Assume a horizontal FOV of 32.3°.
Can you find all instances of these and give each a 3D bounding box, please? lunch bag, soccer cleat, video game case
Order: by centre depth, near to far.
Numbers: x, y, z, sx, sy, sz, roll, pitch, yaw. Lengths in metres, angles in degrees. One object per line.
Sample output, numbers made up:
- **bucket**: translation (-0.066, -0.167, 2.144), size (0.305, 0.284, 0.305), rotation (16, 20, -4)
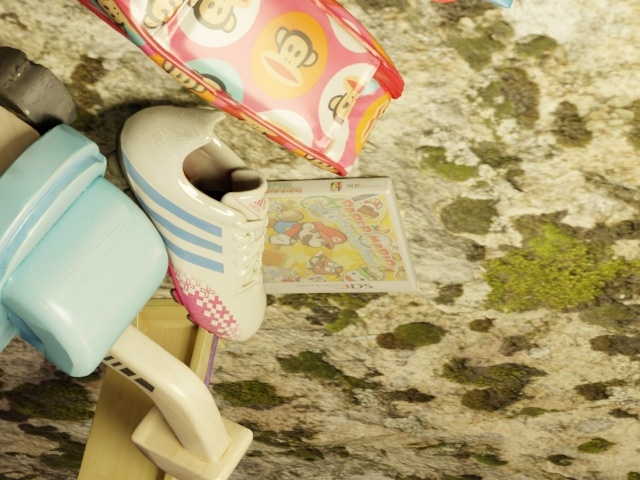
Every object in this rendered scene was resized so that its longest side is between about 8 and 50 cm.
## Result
- **lunch bag**: translation (-0.096, -0.182, 0.904), size (0.293, 0.120, 0.258), rotation (34, 180, -37)
- **soccer cleat**: translation (-0.107, -0.007, 1.210), size (0.143, 0.116, 0.331), rotation (-5, 133, 24)
- **video game case**: translation (0.000, 0.000, 1.333), size (0.206, 0.026, 0.227), rotation (-1, 147, 13)

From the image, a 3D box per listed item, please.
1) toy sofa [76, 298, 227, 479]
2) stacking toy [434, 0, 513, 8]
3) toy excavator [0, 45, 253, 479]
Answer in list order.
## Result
- **toy sofa**: translation (-0.230, 0.267, 1.493), size (0.150, 0.362, 0.177), rotation (-2, 141, 13)
- **stacking toy**: translation (0.003, -0.265, 0.804), size (0.302, 0.166, 0.175), rotation (11, -173, 27)
- **toy excavator**: translation (-0.246, 0.083, 1.178), size (0.445, 0.222, 0.433), rotation (36, 150, 2)
